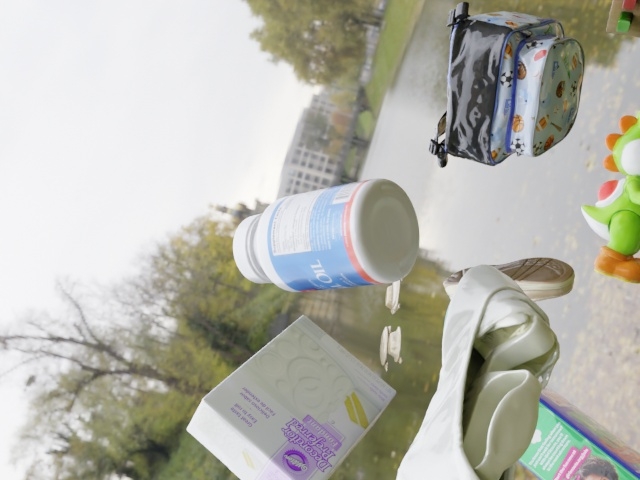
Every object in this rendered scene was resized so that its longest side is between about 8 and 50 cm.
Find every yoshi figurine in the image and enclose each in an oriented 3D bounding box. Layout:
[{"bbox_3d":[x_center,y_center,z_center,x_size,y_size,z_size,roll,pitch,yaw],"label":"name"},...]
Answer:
[{"bbox_3d":[0.682,-0.093,1.634,0.203,0.203,0.362,-154,74,-67],"label":"yoshi figurine"}]

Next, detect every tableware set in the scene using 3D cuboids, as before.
[{"bbox_3d":[0.118,0.128,1.306,0.141,0.020,0.169,121,155,-84],"label":"tableware set"}]

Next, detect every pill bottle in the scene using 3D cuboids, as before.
[{"bbox_3d":[0.000,0.000,0.994,0.221,0.124,0.124,-9,55,42],"label":"pill bottle"}]

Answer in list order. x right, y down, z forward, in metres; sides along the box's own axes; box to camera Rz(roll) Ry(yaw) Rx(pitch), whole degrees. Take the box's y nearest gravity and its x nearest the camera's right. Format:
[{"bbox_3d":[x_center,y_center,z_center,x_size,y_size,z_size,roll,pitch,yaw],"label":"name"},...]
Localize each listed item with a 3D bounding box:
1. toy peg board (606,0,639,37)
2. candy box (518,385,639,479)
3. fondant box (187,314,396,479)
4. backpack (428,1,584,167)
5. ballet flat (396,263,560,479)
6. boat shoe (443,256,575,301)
[{"bbox_3d":[0.551,-0.391,1.281,0.079,0.161,0.161,-51,-30,-56],"label":"toy peg board"},{"bbox_3d":[0.454,0.376,1.436,0.268,0.317,0.122,24,-80,-55],"label":"candy box"},{"bbox_3d":[-0.041,0.305,1.455,0.330,0.238,0.096,-36,-19,-51],"label":"fondant box"},{"bbox_3d":[0.332,-0.271,1.384,0.263,0.213,0.277,-37,-40,-50],"label":"backpack"},{"bbox_3d":[0.196,0.153,0.883,0.400,0.139,0.139,-59,-11,-46],"label":"ballet flat"},{"bbox_3d":[0.367,0.101,1.555,0.109,0.098,0.302,-30,12,-35],"label":"boat shoe"}]
